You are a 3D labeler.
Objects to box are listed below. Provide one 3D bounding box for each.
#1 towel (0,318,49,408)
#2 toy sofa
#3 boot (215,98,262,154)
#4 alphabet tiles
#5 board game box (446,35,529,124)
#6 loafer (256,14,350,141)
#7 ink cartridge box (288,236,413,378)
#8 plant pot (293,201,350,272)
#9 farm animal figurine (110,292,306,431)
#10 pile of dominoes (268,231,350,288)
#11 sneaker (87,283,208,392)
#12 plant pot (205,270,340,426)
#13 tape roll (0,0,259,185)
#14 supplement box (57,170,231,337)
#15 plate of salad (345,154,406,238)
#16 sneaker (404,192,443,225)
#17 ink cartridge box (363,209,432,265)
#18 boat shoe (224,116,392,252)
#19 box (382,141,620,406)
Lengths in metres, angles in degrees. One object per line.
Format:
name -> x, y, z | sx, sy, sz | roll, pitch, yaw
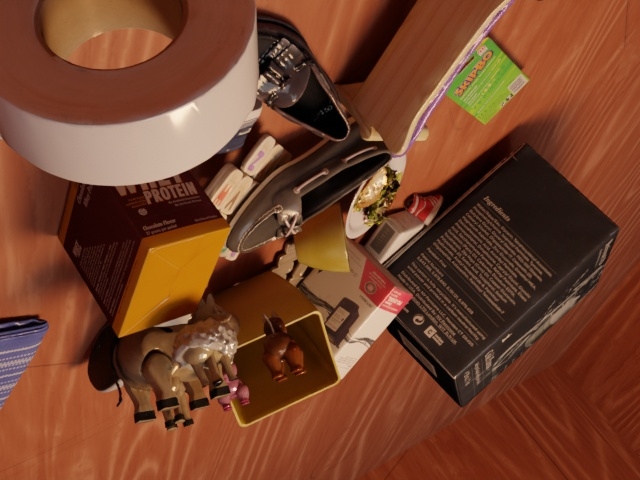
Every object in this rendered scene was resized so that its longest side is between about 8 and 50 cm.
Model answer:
towel -> -0.595, 0.244, 1.467 | 0.243, 0.040, 0.336 | -7, 143, -51
toy sofa -> 0.192, -0.301, 1.400 | 0.150, 0.177, 0.363 | -7, 141, -47
boot -> -0.166, -0.154, 1.301 | 0.190, 0.069, 0.086 | -15, 144, -43
alphabet tiles -> -0.143, -0.039, 1.477 | 0.278, 0.021, 0.284 | -53, 168, 1
board game box -> 0.299, -0.298, 1.712 | 0.124, 0.039, 0.259 | -46, 157, 15
loafer -> -0.036, -0.224, 1.323 | 0.109, 0.095, 0.302 | -43, 155, 10
ink cartridge box -> 0.042, 0.138, 1.889 | 0.237, 0.172, 0.100 | -50, 149, 9
plant pot -> 0.000, 0.000, 1.741 | 0.095, 0.134, 0.134 | -8, 153, 3
farm animal figurine -> -0.208, 0.183, 1.466 | 0.330, 0.172, 0.326 | -28, 163, 27
pile of dominoes -> -0.060, 0.070, 1.891 | 0.196, 0.040, 0.251 | -1, 128, -52
sneaker -> -0.294, 0.161, 1.624 | 0.290, 0.106, 0.123 | -49, 150, 21
plant pot -> -0.110, 0.185, 1.756 | 0.212, 0.187, 0.212 | -24, 134, -9
tape roll -> -0.204, -0.195, 0.931 | 0.286, 0.286, 0.100 | -29, 154, -18
supplement box -> -0.251, -0.011, 1.284 | 0.129, 0.194, 0.191 | -17, 148, -38
plate of salad -> 0.115, -0.085, 1.765 | 0.200, 0.048, 0.200 | -48, 158, -27
sneaker -> 0.222, -0.081, 1.985 | 0.042, 0.067, 0.118 | -58, 179, 32
ink cartridge box -> 0.161, 0.037, 2.075 | 0.239, 0.060, 0.275 | -19, 150, -51
boat shoe -> -0.014, -0.081, 1.514 | 0.335, 0.095, 0.112 | -42, 160, -24
box -> 0.392, 0.101, 2.135 | 0.472, 0.297, 0.480 | -43, 160, -4
